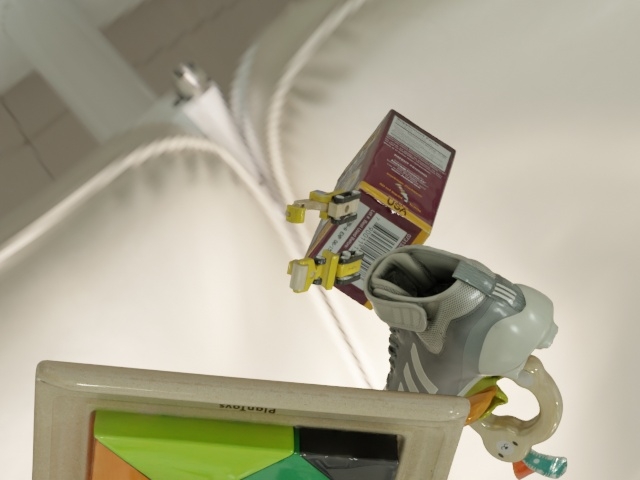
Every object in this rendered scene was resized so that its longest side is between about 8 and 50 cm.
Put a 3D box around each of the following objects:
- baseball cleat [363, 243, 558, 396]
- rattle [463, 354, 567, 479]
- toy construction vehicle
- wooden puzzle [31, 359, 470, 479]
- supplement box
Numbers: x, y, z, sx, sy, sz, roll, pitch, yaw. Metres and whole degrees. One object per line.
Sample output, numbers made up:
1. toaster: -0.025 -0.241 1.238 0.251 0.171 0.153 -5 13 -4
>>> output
1. baseball cleat: 0.064 0.053 1.083 0.109 0.206 0.072 35 59 -8
2. rattle: 0.204 0.228 1.969 0.130 0.142 0.199 -4 123 9
3. toy construction vehicle: 0.000 0.000 1.473 0.098 0.035 0.086 -21 125 -53
4. wooden puzzle: -0.047 0.151 0.970 0.221 0.044 0.238 5 139 -6
5. supplement box: 0.057 -0.032 1.682 0.081 0.188 0.104 34 118 -6
